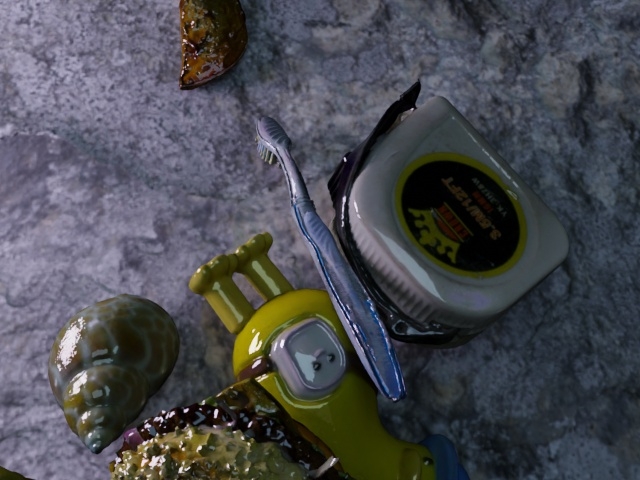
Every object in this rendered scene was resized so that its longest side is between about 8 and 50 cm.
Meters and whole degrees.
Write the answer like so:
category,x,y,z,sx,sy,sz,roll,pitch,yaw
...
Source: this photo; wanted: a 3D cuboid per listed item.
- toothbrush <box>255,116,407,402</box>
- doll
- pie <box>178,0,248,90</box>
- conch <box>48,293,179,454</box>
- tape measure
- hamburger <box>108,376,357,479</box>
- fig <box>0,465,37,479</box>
category,x,y,z,sx,sy,sz,roll,pitch,yaw
toothbrush,0.000,0.000,0.889,0.035,0.042,0.413,-6,43,-20
doll,0.008,0.163,0.857,0.199,0.145,0.363,-30,78,-39
pie,-0.134,-0.271,1.081,0.088,0.033,0.191,-2,68,-13
conch,-0.206,0.118,0.872,0.116,0.106,0.173,51,54,-6
tape measure,0.102,-0.019,0.951,0.231,0.133,0.271,-31,77,-32
hamburger,-0.072,0.247,0.744,0.261,0.139,0.243,-39,98,22
fig,-0.326,0.300,0.704,0.271,0.239,0.239,-21,72,-6
